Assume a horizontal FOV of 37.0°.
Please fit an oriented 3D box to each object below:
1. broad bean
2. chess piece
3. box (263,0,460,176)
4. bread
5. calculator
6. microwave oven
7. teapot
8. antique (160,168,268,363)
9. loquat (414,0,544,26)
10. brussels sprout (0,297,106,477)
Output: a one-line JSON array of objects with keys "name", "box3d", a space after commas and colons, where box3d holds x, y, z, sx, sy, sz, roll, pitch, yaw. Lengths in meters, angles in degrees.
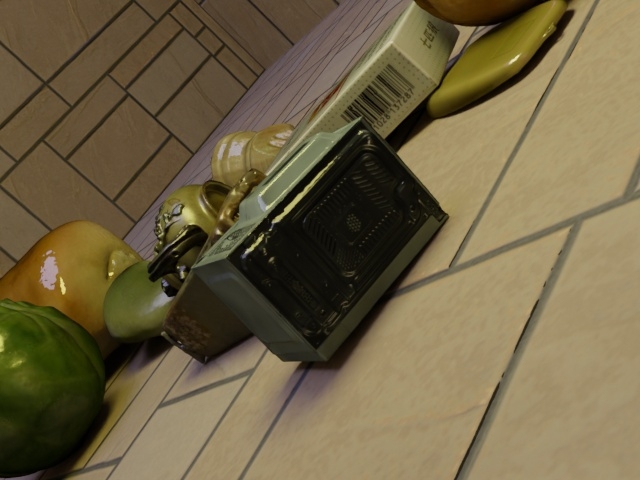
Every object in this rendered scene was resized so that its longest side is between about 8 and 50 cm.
[{"name": "broad bean", "box3d": [-0.281, 0.097, 1.623, 0.189, 0.121, 0.263, -48, 15, -29]}, {"name": "chess piece", "box3d": [-0.074, -0.152, 1.751, 0.300, 0.137, 0.137, -5, 42, 52]}, {"name": "box", "box3d": [0.052, -0.190, 1.420, 0.330, 0.095, 0.210, -45, 10, 34]}, {"name": "bread", "box3d": [-0.501, 0.144, 1.838, 0.376, 0.253, 0.348, -42, 4, 26]}, {"name": "calculator", "box3d": [0.222, -0.234, 1.216, 0.157, 0.033, 0.236, -51, 14, -22]}, {"name": "microwave oven", "box3d": [0.000, 0.000, 0.964, 0.208, 0.162, 0.122, -48, 13, -22]}, {"name": "teapot", "box3d": [-0.189, 0.015, 1.449, 0.182, 0.173, 0.269, -47, -4, 22]}, {"name": "antique", "box3d": [-0.114, 0.052, 1.243, 0.284, 0.150, 0.125, -45, 12, 46]}, {"name": "loquat", "box3d": [0.231, -0.419, 1.269, 0.283, 0.276, 0.276, -26, 8, -17]}, {"name": "brussels sprout", "box3d": [-0.516, 0.228, 1.531, 0.289, 0.354, 0.282, 2, -73, -66]}]
